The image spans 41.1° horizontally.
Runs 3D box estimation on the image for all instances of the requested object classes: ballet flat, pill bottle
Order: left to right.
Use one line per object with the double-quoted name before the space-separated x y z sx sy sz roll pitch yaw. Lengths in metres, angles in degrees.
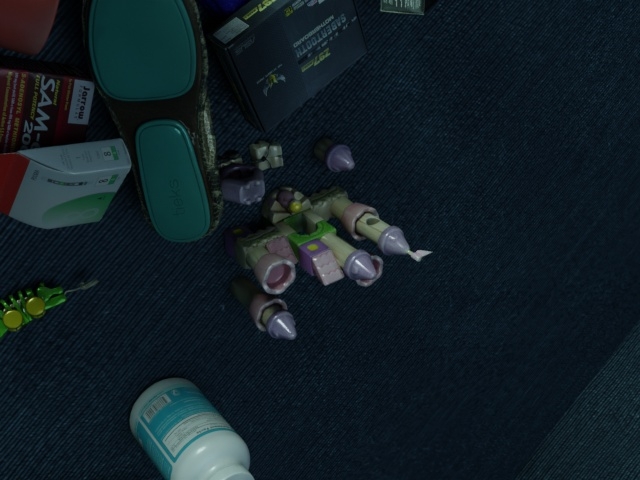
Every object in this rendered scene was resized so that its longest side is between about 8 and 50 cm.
"ballet flat" -0.228 -0.217 1.224 0.164 0.182 0.483 -4 132 1
"pill bottle" -0.221 0.367 1.505 0.146 0.264 0.146 -19 126 -29

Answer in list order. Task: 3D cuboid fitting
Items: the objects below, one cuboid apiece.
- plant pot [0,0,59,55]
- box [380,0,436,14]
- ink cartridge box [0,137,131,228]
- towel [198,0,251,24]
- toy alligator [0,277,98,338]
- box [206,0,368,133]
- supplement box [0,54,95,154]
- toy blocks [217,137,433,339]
"plant pot" -0.424 -0.360 0.940 0.243 0.275 0.275 3 113 -29
"box" 0.156 -0.480 1.396 0.147 0.077 0.180 -52 146 -52
"ink cartridge box" -0.396 -0.067 1.188 0.224 0.056 0.181 -14 164 -34
"towel" -0.036 -0.431 1.316 0.308 0.076 0.227 -51 134 -3
"toy alligator" -0.439 0.091 1.321 0.189 0.056 0.051 -32 91 -20
"box" -0.043 -0.302 1.310 0.232 0.059 0.183 -40 143 -13
"supplement box" -0.435 -0.179 1.147 0.239 0.073 0.130 -1 115 -40
"toy blocks" 0.000 0.000 1.470 0.288 0.260 0.309 -23 127 -26
